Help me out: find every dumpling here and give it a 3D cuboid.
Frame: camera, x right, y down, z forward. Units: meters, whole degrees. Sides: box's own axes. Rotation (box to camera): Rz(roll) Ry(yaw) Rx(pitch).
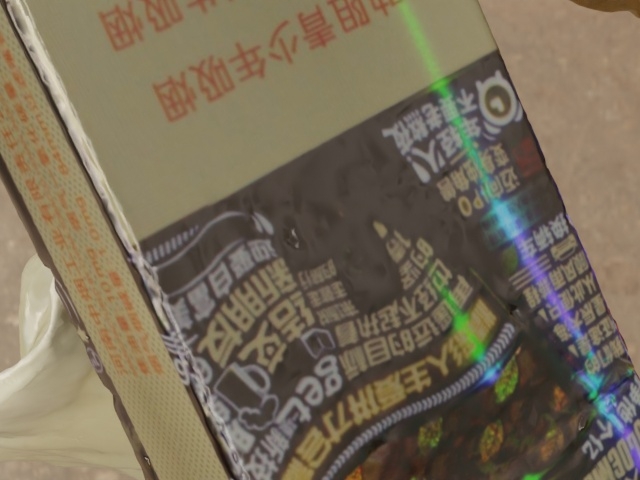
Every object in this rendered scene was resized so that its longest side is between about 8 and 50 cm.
[{"bbox_3d":[-0.091,0.080,0.822,0.242,0.318,0.187,-27,72,-27],"label":"dumpling"}]

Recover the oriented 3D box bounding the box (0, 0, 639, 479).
[{"bbox_3d":[0.000,0.000,0.603,0.198,0.310,0.084,-30,11,-33],"label":"box"}]

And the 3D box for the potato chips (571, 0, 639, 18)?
[{"bbox_3d":[0.289,-0.229,1.286,0.208,0.062,0.195,5,0,-15],"label":"potato chips"}]
